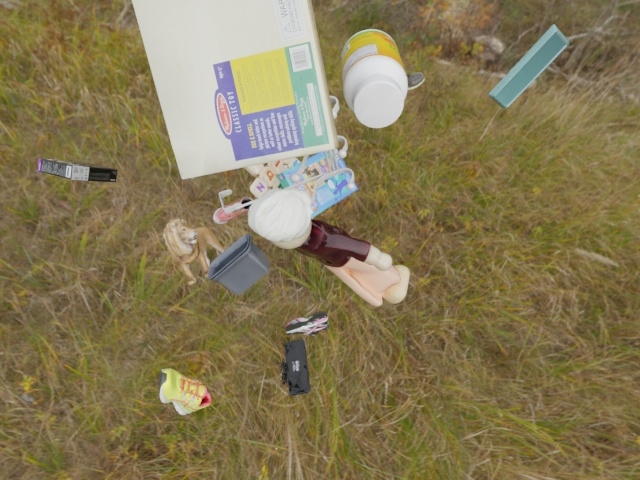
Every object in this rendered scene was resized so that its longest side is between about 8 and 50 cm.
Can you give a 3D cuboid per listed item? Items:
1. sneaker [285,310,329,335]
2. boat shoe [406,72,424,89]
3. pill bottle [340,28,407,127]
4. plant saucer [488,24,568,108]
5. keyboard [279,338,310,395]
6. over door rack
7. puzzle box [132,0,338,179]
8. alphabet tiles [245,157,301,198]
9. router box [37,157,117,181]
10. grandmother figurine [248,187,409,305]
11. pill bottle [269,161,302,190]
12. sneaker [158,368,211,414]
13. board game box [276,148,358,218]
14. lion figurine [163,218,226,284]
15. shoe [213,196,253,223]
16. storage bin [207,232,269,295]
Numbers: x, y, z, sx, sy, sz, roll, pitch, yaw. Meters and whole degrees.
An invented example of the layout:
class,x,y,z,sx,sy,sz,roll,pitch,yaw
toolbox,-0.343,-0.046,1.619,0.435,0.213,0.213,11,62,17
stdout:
class,x,y,z,sx,sy,sz,roll,pitch,yaw
sneaker,-0.048,0.339,1.836,0.178,0.077,0.072,-16,24,11
boat shoe,0.312,-0.578,1.740,0.152,0.049,0.056,-28,58,-8
pill bottle,0.116,-0.349,1.038,0.136,0.137,0.246,4,42,-4
plant saucer,0.474,-0.388,1.086,0.067,0.192,0.018,24,29,-32
keyboard,-0.092,0.442,1.655,0.100,0.038,0.192,-8,55,-1
over door rack,-0.099,-0.154,1.001,0.323,0.240,0.108,-11,56,6
puzzle box,-0.142,-0.318,0.745,0.271,0.052,0.410,-8,105,12
alphabet tiles,-0.118,-0.181,1.545,0.284,0.021,0.278,43,41,-17
router box,-0.739,-0.214,1.464,0.133,0.179,0.046,14,99,19
grandmother figurine,0.022,0.017,0.777,0.207,0.342,0.104,1,69,42
pill bottle,-0.082,-0.228,1.850,0.152,0.272,0.153,3,98,22
sneaker,-0.336,0.372,1.198,0.094,0.209,0.082,-9,55,5
board game box,-0.006,-0.173,1.434,0.210,0.047,0.160,-33,99,-29
lion figurine,-0.477,0.018,1.842,0.142,0.392,0.241,-23,97,3
shoe,-0.348,-0.125,1.919,0.178,0.081,0.064,-35,99,-48
storage bin,-0.190,0.061,1.149,0.135,0.098,0.091,-38,116,14
